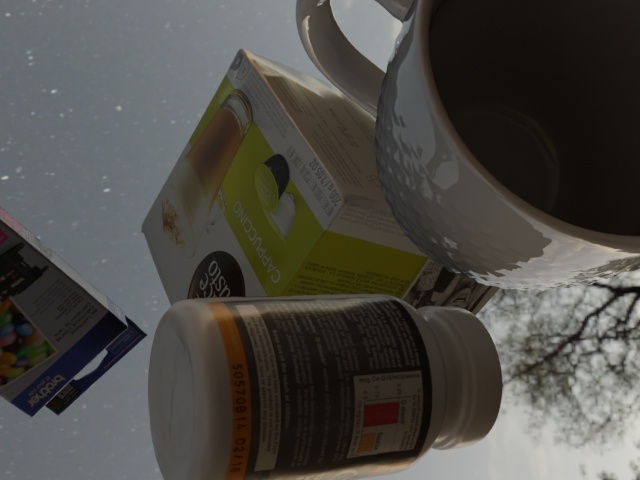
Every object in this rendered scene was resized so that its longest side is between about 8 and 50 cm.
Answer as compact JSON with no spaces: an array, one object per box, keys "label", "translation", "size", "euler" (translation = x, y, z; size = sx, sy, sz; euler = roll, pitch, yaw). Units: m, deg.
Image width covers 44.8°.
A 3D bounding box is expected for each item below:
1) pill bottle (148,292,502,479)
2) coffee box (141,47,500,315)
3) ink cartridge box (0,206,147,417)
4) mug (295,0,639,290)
[{"label":"pill bottle","translation":[0.006,0.126,0.668],"size":[0.279,0.162,0.162],"euler":[1,-100,-27]},{"label":"coffee box","translation":[0.000,0.000,1.094],"size":[0.338,0.334,0.337],"euler":[13,-146,-39]},{"label":"ink cartridge box","translation":[-0.398,0.105,1.033],"size":[0.311,0.186,0.065],"euler":[48,178,-32]},{"label":"mug","translation":[0.142,-0.119,0.666],"size":[0.276,0.374,0.328],"euler":[-56,-2,-13]}]
